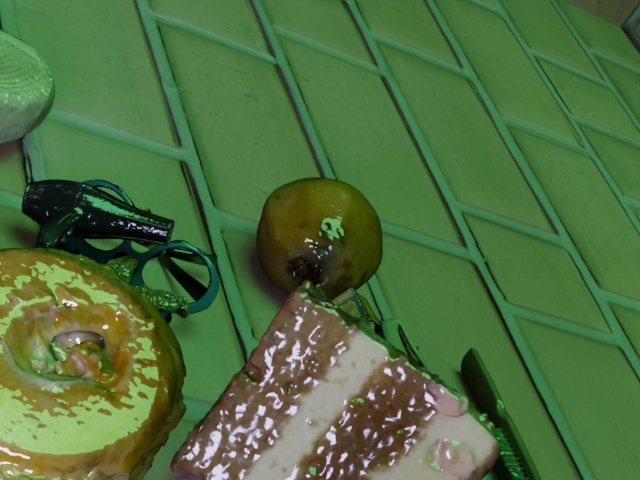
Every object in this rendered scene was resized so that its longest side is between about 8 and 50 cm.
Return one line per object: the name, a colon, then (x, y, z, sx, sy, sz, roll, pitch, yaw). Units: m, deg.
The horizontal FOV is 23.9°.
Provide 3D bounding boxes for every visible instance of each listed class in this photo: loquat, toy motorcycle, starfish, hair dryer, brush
loquat: (0.000, 0.000, 2.209, 0.187, 0.176, 0.234, 19, 24, 5)
toy motorcycle: (0.102, 0.202, 2.056, 0.157, 0.091, 0.263, 32, 26, -57)
starfish: (-0.266, 0.065, 1.895, 0.210, 0.053, 0.150, 34, 44, -3)
hair dryer: (-0.296, -0.005, 1.865, 0.196, 0.075, 0.219, 14, 23, 4)
brush: (0.250, 0.268, 2.186, 0.048, 0.054, 0.282, 0, 39, -19)

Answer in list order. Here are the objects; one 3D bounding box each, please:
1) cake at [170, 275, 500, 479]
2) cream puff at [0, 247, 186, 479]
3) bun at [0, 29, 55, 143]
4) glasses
cake: (0.016, 0.229, 1.693, 0.290, 0.282, 0.256, 39, 1, 3)
cream puff: (-0.299, 0.172, 1.527, 0.327, 0.231, 0.343, 7, 52, -24)
bun: (-0.463, -0.208, 2.069, 0.195, 0.118, 0.195, 24, 36, -19)
glasses: (-0.222, -0.007, 2.034, 0.239, 0.102, 0.207, 36, 28, 2)
